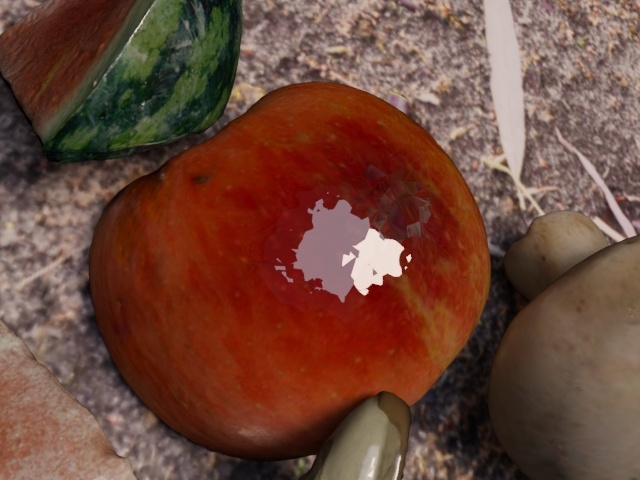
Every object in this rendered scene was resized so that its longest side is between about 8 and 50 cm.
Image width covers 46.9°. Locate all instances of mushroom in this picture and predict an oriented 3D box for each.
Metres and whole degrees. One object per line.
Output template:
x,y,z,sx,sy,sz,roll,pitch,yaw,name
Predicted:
0.235,0.077,0.581,0.244,0.243,0.243,8,67,-20,mushroom

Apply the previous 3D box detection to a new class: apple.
0.000,0.000,0.517,0.293,0.163,0.251,-40,90,-32,apple

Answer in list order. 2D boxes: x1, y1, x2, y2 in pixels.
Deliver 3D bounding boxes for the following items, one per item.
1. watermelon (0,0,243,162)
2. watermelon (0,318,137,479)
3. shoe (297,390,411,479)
-0.138,-0.110,0.516,0.136,0.202,0.207,51,50,-30,watermelon
-0.205,0.157,0.389,0.232,0.193,0.310,8,56,-2,watermelon
-0.036,0.202,0.425,0.098,0.103,0.275,32,84,4,shoe
